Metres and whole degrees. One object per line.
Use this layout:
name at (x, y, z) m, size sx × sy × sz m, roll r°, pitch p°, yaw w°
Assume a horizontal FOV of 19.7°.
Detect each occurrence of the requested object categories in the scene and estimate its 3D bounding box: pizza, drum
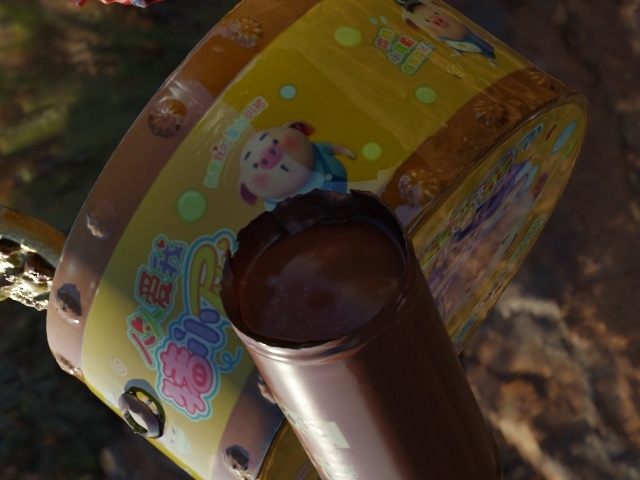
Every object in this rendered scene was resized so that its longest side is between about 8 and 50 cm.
pizza at (-0.271, 0.029, 1.692) m, size 0.134 × 0.175 × 0.046 m, roll -19°, pitch 50°, yaw 40°
drum at (0.000, 0.000, 1.418) m, size 0.214 × 0.431 × 0.431 m, roll 38°, pitch 143°, yaw 15°

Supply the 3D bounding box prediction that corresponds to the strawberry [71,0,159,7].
strawberry at (-0.112, -0.366, 1.633) m, size 0.295 × 0.345 × 0.317 m, roll -39°, pitch 69°, yaw 47°

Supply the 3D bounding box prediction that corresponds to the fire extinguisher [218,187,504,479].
fire extinguisher at (0.023, 0.116, 1.075) m, size 0.337 × 0.147 × 0.106 m, roll 66°, pitch -167°, yaw -48°
